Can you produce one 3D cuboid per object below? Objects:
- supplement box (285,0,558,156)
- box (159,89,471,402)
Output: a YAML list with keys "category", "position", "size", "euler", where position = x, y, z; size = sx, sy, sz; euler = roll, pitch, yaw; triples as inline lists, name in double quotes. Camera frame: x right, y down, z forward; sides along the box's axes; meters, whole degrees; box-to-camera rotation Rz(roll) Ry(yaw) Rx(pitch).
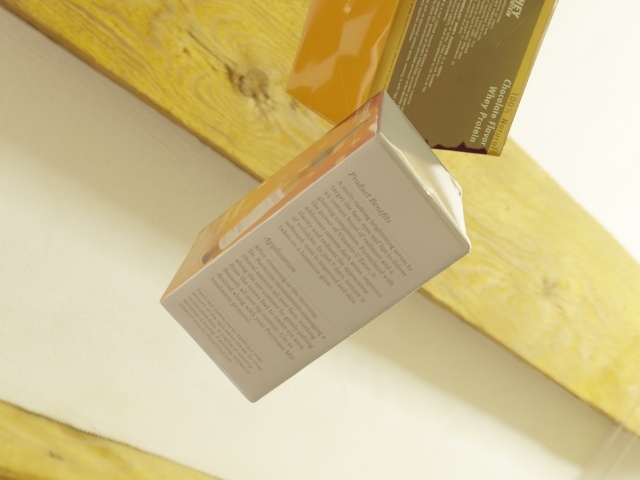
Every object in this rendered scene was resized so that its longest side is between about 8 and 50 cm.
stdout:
- category: "supplement box"
  position: [0.101, -0.199, 1.020]
  size: [0.194, 0.129, 0.191]
  euler: [2, -65, -37]
- category: "box"
  position: [0.000, 0.000, 0.672]
  size: [0.170, 0.130, 0.091]
  euler: [-37, -78, 15]
